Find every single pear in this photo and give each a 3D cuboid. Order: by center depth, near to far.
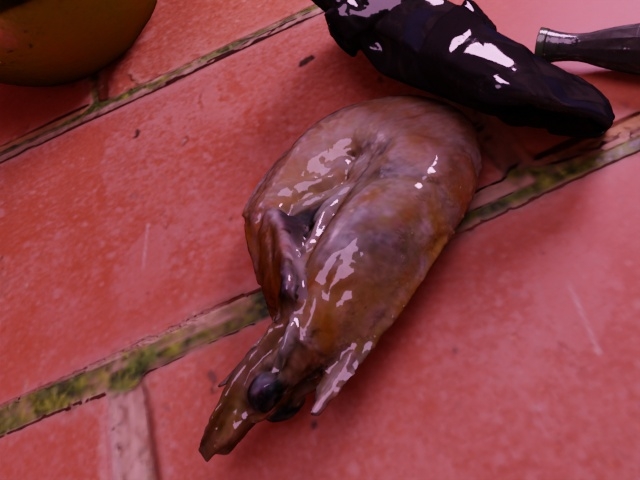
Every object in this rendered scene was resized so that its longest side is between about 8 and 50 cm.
[{"bbox_3d":[-0.330,-0.313,0.646,0.399,0.165,0.399,-9,54,13],"label":"pear"}]

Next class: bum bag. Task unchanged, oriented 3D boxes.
[{"bbox_3d":[0.092,-0.162,0.435,0.137,0.074,0.310,-10,39,-40],"label":"bum bag"}]

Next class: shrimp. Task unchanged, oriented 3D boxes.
[{"bbox_3d":[0.000,0.000,0.380,0.168,0.077,0.317,16,57,36],"label":"shrimp"}]

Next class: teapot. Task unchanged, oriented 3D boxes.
[{"bbox_3d":[0.224,-0.151,0.423,0.111,0.043,0.043,13,62,31],"label":"teapot"}]
